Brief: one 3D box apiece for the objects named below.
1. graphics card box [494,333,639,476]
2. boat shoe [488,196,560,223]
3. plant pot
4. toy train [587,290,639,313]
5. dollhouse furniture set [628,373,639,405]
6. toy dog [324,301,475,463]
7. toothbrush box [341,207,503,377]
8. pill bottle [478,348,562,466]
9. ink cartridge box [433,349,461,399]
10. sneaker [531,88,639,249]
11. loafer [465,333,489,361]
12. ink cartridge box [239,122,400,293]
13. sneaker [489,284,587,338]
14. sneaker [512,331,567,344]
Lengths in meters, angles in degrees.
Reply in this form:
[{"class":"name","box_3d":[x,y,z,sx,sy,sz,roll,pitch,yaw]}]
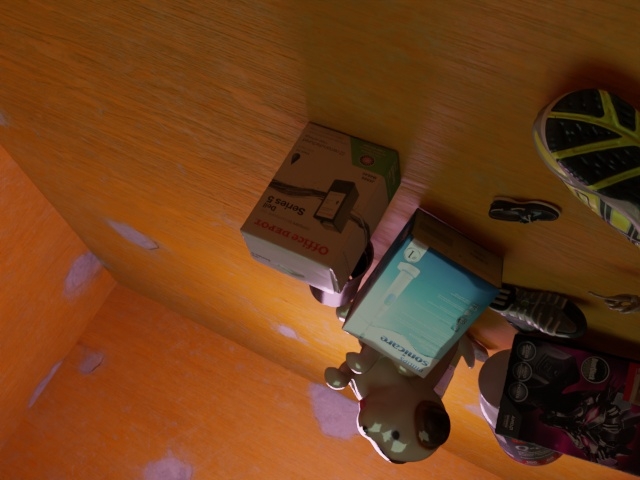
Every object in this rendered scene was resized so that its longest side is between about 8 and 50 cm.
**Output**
[{"class":"graphics card box","box_3d":[0.584,0.354,1.459,0.370,0.233,0.094,12,179,26]},{"class":"boat shoe","box_3d":[0.357,-0.048,1.194,0.125,0.038,0.046,15,154,34]},{"class":"plant pot","box_3d":[0.037,0.070,1.645,0.167,0.167,0.165,25,148,12]},{"class":"toy train","box_3d":[0.616,0.135,1.202,0.248,0.105,0.143,13,166,37]},{"class":"dollhouse furniture set","box_3d":[0.696,0.268,1.276,0.123,0.144,0.151,22,174,-43]},{"class":"toy dog","box_3d":[0.198,0.340,1.671,0.395,0.408,0.284,29,137,-24]},{"class":"toothbrush box","box_3d":[0.212,0.116,1.433,0.216,0.126,0.296,30,123,-1]},{"class":"pill bottle","box_3d":[0.539,0.444,1.798,0.210,0.210,0.363,14,153,35]},{"class":"ink cartridge box","box_3d":[0.289,0.329,1.864,0.171,0.235,0.056,23,140,18]},{"class":"sneaker","box_3d":[0.451,-0.067,0.927,0.384,0.145,0.147,43,-172,-8]},{"class":"loafer","box_3d":[0.407,0.284,1.852,0.125,0.039,0.045,37,123,-9]},{"class":"ink cartridge box","box_3d":[0.005,-0.064,1.287,0.198,0.273,0.115,22,157,20]},{"class":"sneaker","box_3d":[0.482,0.169,1.468,0.228,0.086,0.132,22,164,45]},{"class":"sneaker","box_3d":[0.589,0.316,1.596,0.302,0.108,0.121,31,171,19]}]
